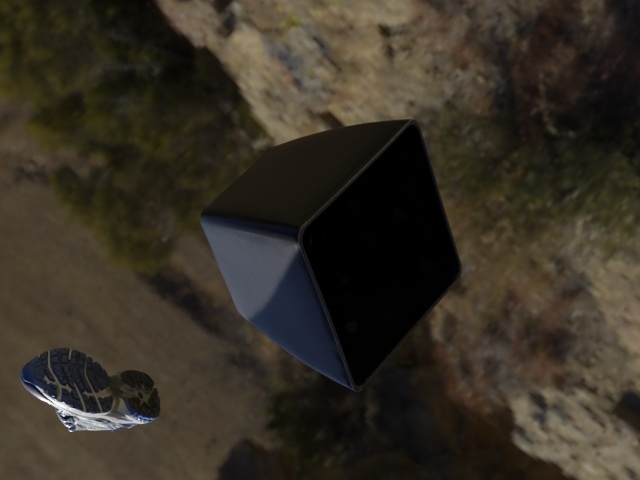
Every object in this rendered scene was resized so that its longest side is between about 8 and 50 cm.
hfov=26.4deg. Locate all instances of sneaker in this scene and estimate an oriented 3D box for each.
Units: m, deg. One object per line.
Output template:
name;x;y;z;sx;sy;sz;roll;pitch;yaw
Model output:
sneaker;-0.183;0.123;1.036;0.058;0.052;0.135;-29;147;23

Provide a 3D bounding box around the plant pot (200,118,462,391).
plant pot;0.000;0.000;1.298;0.167;0.188;0.187;13;135;40
